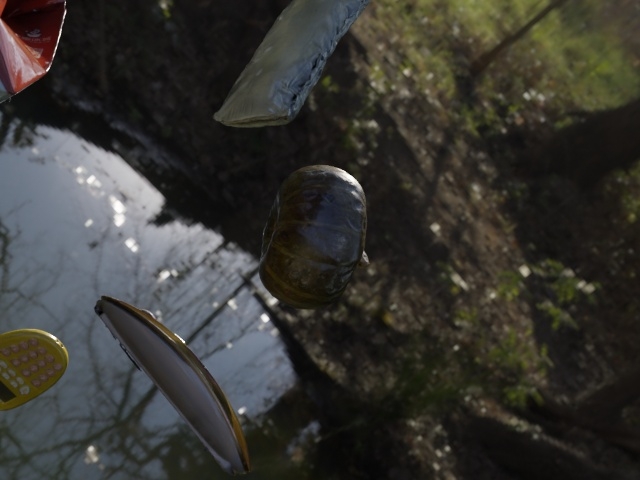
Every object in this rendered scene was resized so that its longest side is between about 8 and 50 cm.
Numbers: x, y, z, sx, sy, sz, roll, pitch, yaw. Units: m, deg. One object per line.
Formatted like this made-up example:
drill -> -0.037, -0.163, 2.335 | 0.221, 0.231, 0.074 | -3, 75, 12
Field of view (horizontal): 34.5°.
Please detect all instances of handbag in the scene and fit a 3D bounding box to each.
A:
handbag -> -0.353, -0.200, 1.027 | 0.298, 0.171, 0.151 | -76, 142, -72

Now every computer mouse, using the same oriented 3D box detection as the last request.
computer mouse -> -0.189, 0.188, 1.398 | 0.310, 0.072, 0.158 | 48, -11, 11

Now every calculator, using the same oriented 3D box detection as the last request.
calculator -> -0.555, 0.232, 1.816 | 0.146, 0.235, 0.032 | 56, 14, -33

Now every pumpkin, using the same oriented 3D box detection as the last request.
pumpkin -> 0.000, 0.000, 1.505 | 0.162, 0.219, 0.219 | 19, 25, -10

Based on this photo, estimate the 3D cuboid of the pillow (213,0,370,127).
pillow -> -0.035, -0.227, 1.267 | 0.128, 0.229, 0.051 | 9, -33, 39
